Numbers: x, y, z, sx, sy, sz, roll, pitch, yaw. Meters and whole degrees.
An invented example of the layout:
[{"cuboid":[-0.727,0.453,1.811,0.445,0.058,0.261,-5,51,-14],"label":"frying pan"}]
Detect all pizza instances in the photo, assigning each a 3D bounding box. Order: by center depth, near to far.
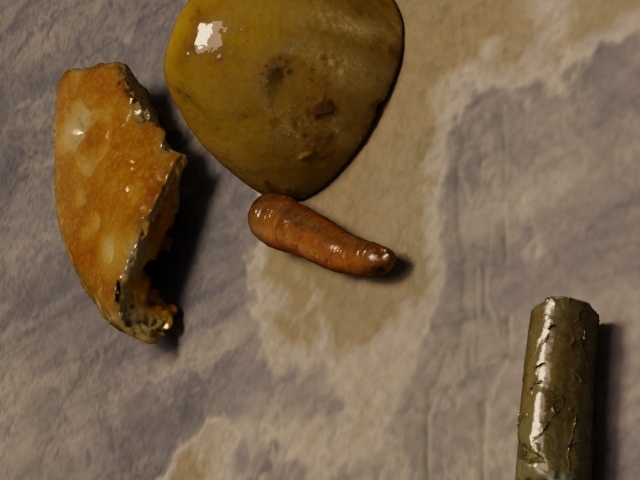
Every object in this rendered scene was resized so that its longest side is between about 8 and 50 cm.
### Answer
[{"cuboid":[-0.187,-0.053,1.813,0.182,0.074,0.365,-54,37,25],"label":"pizza"}]

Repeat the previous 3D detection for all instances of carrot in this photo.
[{"cuboid":[0.000,0.000,1.554,0.191,0.047,0.047,26,95,55],"label":"carrot"}]

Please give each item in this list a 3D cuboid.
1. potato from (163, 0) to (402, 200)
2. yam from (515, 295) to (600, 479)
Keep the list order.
[{"cuboid":[-0.054,-0.144,1.609,0.203,0.158,0.178,-41,43,42],"label":"potato"},{"cuboid":[0.158,0.107,1.281,0.054,0.054,0.132,-16,61,50],"label":"yam"}]
